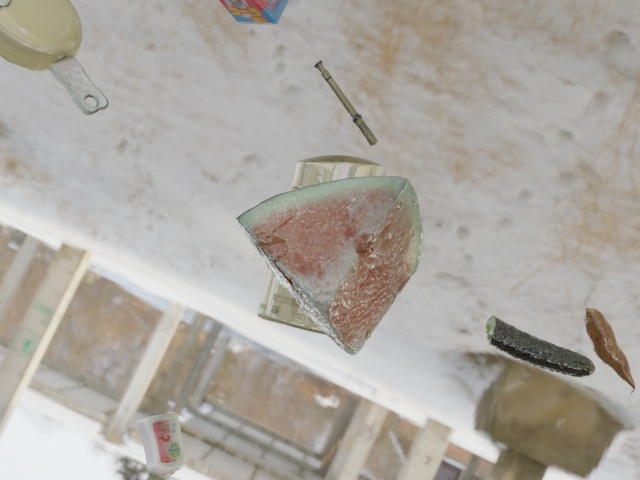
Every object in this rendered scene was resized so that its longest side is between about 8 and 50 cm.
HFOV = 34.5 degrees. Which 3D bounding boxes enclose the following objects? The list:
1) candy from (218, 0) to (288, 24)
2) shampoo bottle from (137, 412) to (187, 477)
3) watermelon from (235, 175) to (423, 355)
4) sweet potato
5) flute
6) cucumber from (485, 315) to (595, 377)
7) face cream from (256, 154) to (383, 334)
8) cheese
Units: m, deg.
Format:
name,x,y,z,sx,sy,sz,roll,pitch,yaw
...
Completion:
name,x,y,z,sx,sy,sz,roll,pitch,yaw
candy,-0.148,-0.497,1.645,0.100,0.157,0.306,12,159,37
shampoo bottle,-0.255,0.334,1.669,0.072,0.099,0.043,0,160,-44
watermelon,0.036,0.034,1.514,0.213,0.261,0.201,64,-170,-48
sweet potato,0.573,0.219,2.043,0.195,0.056,0.056,59,170,-4
flute,0.060,-0.316,2.378,0.233,0.027,0.027,55,174,3
cucumber,0.394,0.199,1.842,0.214,0.058,0.052,23,156,-7
face cream,0.000,0.000,1.982,0.173,0.349,0.081,14,178,-14
cheese,-0.408,-0.308,1.590,0.249,0.163,0.071,38,134,-10
